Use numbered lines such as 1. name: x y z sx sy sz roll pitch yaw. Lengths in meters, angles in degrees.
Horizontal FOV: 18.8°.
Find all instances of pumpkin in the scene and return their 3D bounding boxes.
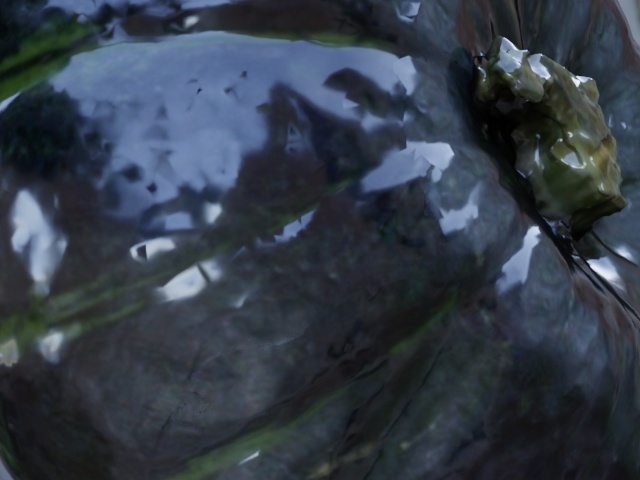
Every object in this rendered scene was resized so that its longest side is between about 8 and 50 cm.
1. pumpkin: 0.000 0.000 0.707 0.241 0.323 0.323 -18 -3 25
